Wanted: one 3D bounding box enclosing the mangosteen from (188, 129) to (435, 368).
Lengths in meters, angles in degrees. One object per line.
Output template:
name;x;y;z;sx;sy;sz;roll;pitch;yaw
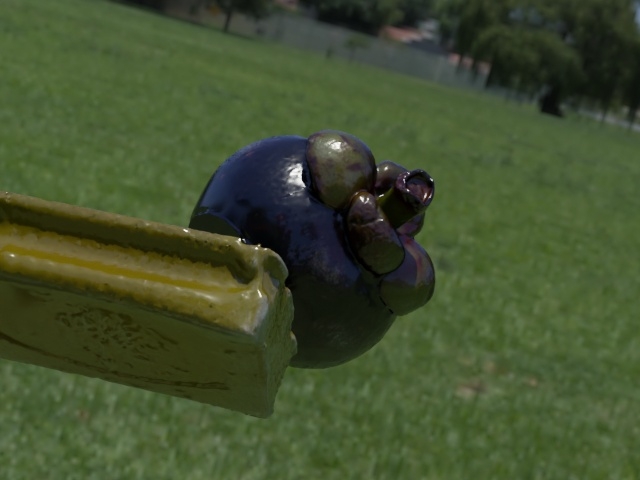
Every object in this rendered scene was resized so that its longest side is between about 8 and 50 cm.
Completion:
mangosteen;-0.005;0.002;1.648;0.233;0.288;0.287;-16;25;-33

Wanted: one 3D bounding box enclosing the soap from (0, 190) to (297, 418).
soap;-0.185;0.060;1.368;0.315;0.091;0.199;13;-29;9
